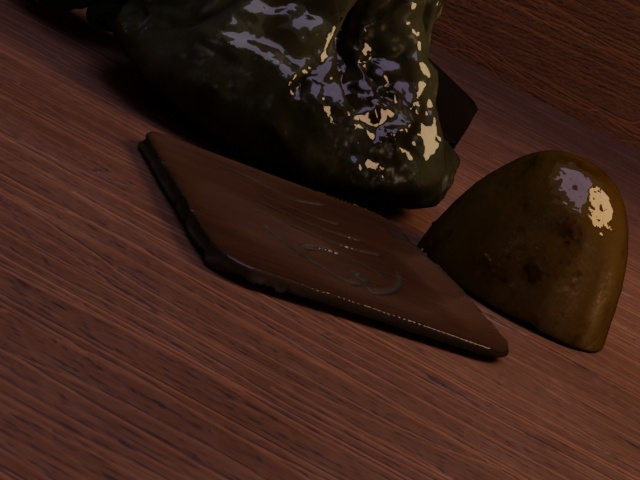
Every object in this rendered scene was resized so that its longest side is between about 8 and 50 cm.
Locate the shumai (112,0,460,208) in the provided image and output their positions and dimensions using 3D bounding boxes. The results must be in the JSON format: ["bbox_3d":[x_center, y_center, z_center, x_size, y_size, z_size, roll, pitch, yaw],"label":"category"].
[{"bbox_3d":[0.014,-0.241,1.347,0.397,0.323,0.324,26,13,-11],"label":"shumai"}]

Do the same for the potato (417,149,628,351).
[{"bbox_3d":[0.216,-0.010,1.249,0.203,0.158,0.178,33,15,38],"label":"potato"}]

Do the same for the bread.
[{"bbox_3d":[0.073,-0.194,1.636,0.224,0.142,0.212,36,-7,-41],"label":"bread"}]

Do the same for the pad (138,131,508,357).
[{"bbox_3d":[0.000,0.000,1.094,0.287,0.018,0.284,18,17,-27],"label":"pad"}]

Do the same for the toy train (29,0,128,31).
[{"bbox_3d":[-0.232,-0.322,1.457,0.163,0.203,0.112,26,54,-51],"label":"toy train"}]
